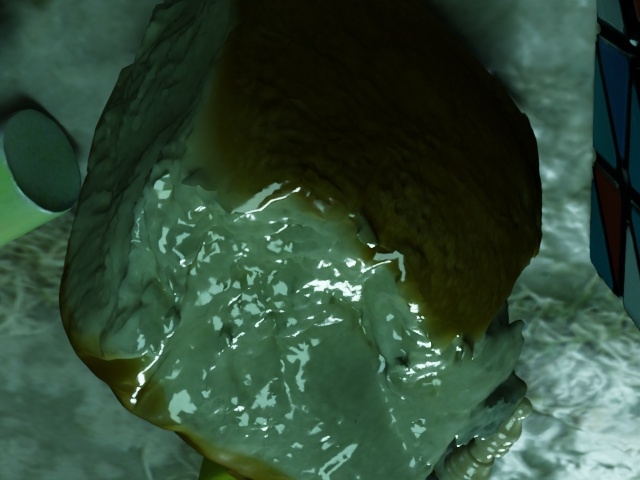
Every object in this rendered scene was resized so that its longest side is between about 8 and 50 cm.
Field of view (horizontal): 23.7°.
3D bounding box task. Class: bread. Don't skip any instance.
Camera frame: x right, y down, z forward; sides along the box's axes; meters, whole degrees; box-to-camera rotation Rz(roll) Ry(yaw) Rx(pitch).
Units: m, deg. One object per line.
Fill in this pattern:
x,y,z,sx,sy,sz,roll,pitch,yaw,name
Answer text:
0.000,0.000,0.837,0.279,0.250,0.225,33,127,-27,bread

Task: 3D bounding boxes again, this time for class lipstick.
-0.290,0.005,1.007,0.304,0.076,0.076,-23,129,28,lipstick

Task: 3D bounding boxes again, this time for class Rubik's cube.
0.187,-0.064,0.808,0.284,0.250,0.234,-15,109,39,Rubik's cube

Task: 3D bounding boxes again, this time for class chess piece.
0.129,0.146,1.129,0.035,0.035,0.092,22,131,-15,chess piece

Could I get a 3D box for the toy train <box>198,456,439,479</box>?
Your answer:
0.001,0.175,1.140,0.219,0.089,0.127,33,141,-25,toy train
